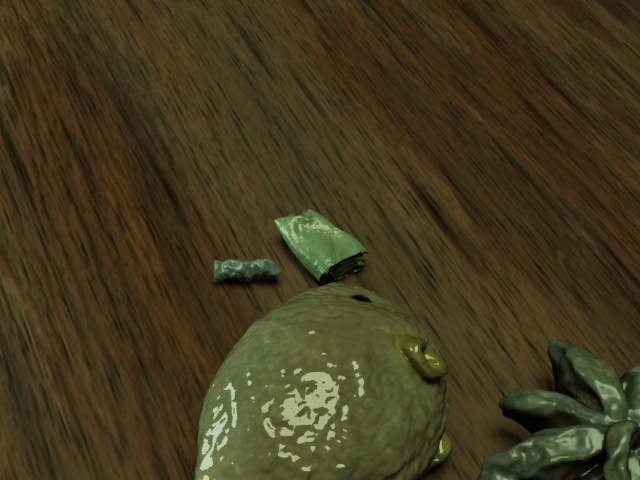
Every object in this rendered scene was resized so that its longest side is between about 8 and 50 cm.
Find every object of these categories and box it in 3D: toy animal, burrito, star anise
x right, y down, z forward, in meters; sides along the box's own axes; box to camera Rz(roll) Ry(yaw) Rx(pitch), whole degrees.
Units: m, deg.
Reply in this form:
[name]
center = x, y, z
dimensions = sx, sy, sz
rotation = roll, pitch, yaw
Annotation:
[toy animal]
center = 0.008, 0.169, 1.068
dimensions = 0.226, 0.188, 0.358
rotation = 19, 44, 22
[burrito]
center = -0.003, 0.002, 1.340
dimensions = 0.074, 0.044, 0.118
rotation = -30, 57, -28
[star anise]
center = 0.332, 0.214, 1.098
dimensions = 0.359, 0.139, 0.316
rotation = -8, 52, -14

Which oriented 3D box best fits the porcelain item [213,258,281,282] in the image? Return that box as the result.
[porcelain item]
center = -0.089, 0.037, 1.303
dimensions = 0.083, 0.036, 0.028
rotation = -2, 76, -2
